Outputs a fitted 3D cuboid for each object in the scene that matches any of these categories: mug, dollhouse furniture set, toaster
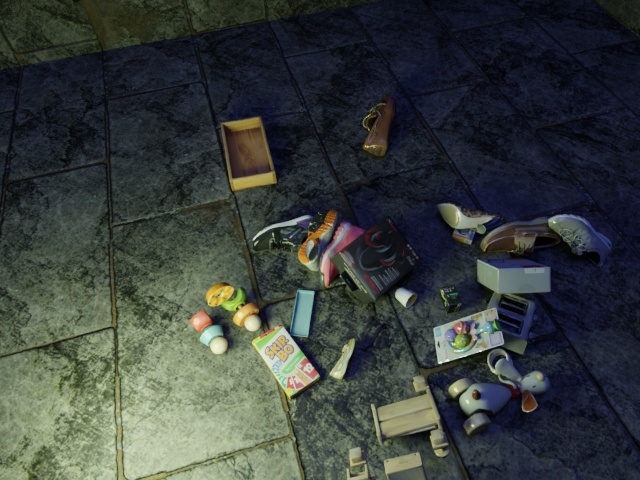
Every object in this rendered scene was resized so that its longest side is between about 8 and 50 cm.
[{"bbox_3d":[0.314,0.208,1.877,0.064,0.078,0.062,35,93,36],"label":"mug"},{"bbox_3d":[0.231,0.623,1.559,0.303,0.174,0.356,-16,22,5],"label":"dollhouse furniture set"},{"bbox_3d":[0.646,0.278,1.764,0.185,0.110,0.168,20,55,18],"label":"toaster"}]

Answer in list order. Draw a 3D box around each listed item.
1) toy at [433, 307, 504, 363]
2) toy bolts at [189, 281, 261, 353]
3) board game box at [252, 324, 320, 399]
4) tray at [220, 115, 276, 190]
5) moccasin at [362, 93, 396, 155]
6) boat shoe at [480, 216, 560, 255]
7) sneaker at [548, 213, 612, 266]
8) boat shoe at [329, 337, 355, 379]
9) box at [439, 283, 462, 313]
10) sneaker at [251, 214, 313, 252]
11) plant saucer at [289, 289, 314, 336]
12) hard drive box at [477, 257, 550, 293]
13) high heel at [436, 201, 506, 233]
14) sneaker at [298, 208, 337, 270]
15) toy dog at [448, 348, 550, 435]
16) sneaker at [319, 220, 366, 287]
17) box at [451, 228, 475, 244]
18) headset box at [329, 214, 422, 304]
[{"bbox_3d":[0.483,0.311,1.702,0.237,0.056,0.137,-24,45,29],"label":"toy"},{"bbox_3d":[-0.332,0.279,1.767,0.228,0.218,0.158,-40,65,-4],"label":"toy bolts"},{"bbox_3d":[-0.124,0.407,1.748,0.124,0.039,0.259,-29,54,-20],"label":"board game box"},{"bbox_3d":[-0.342,-0.414,2.376,0.202,0.076,0.411,-12,51,-6],"label":"tray"},{"bbox_3d":[0.277,-0.565,2.438,0.146,0.139,0.380,14,63,2],"label":"moccasin"},{"bbox_3d":[0.787,-0.004,1.977,0.324,0.123,0.116,-14,55,-7],"label":"boat shoe"},{"bbox_3d":[0.987,-0.003,1.927,0.281,0.105,0.115,29,66,-7],"label":"sneaker"},{"bbox_3d":[0.080,0.398,1.732,0.048,0.056,0.153,19,62,11],"label":"boat shoe"},{"bbox_3d":[0.475,0.213,1.853,0.052,0.062,0.083,-11,52,-5],"label":"box"},{"bbox_3d":[-0.133,-0.004,2.029,0.283,0.107,0.124,-22,60,-14],"label":"sneaker"},{"bbox_3d":[-0.066,0.268,1.863,0.067,0.018,0.192,4,53,6],"label":"plant saucer"},{"bbox_3d":[0.683,0.123,1.810,0.181,0.232,0.089,-2,96,-1],"label":"hard drive box"},{"bbox_3d":[0.616,-0.102,2.071,0.186,0.093,0.261,-15,35,-38],"label":"high heel"},{"bbox_3d":[0.000,0.000,1.999,0.099,0.121,0.263,16,66,28],"label":"sneaker"},{"bbox_3d":[0.563,0.464,1.589,0.333,0.161,0.220,-34,58,-22],"label":"toy dog"},{"bbox_3d":[0.094,0.053,1.957,0.136,0.116,0.314,16,54,18],"label":"sneaker"},{"bbox_3d":[0.595,-0.050,2.077,0.081,0.028,0.136,18,57,16],"label":"box"},{"bbox_3d":[0.196,0.080,1.882,0.293,0.110,0.218,-36,89,-25],"label":"headset box"}]
